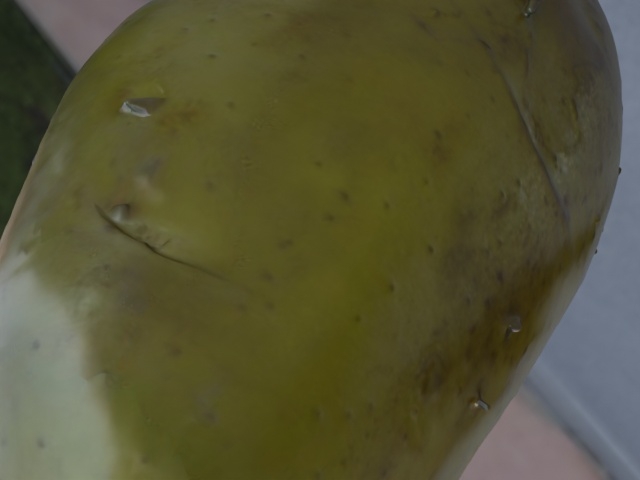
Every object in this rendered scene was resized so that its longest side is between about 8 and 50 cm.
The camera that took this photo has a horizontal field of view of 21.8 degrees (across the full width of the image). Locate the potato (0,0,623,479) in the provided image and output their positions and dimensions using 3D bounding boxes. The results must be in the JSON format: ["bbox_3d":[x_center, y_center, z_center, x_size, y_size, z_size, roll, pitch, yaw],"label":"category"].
[{"bbox_3d":[0.000,0.000,0.495,0.140,0.300,0.173,-9,120,39],"label":"potato"}]
